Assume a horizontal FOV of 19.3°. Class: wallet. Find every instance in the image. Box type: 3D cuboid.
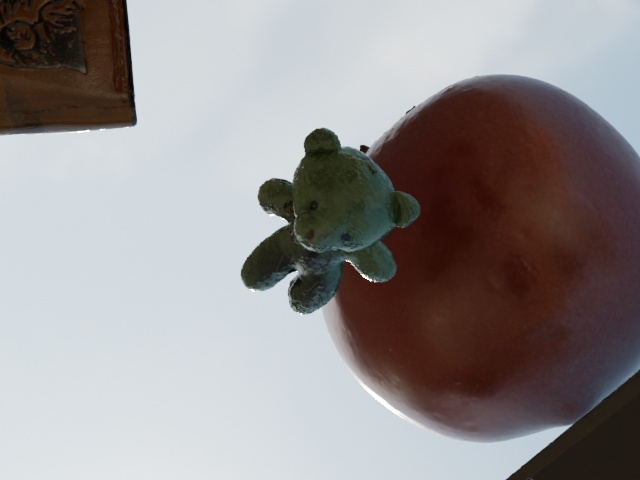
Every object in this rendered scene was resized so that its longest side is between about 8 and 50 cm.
[{"bbox_3d":[-0.205,-0.155,1.208,0.042,0.161,0.195,94,-10,-63],"label":"wallet"}]

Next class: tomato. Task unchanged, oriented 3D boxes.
[{"bbox_3d":[0.156,0.023,1.646,0.321,0.321,0.321,-25,-123,45],"label":"tomato"}]

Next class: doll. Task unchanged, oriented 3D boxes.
[{"bbox_3d":[0.000,0.000,1.329,0.150,0.115,0.077,-57,179,42],"label":"doll"}]

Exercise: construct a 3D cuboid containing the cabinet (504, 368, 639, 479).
[{"bbox_3d":[0.203,0.142,0.941,0.175,0.148,0.215,53,-50,11],"label":"cabinet"}]
